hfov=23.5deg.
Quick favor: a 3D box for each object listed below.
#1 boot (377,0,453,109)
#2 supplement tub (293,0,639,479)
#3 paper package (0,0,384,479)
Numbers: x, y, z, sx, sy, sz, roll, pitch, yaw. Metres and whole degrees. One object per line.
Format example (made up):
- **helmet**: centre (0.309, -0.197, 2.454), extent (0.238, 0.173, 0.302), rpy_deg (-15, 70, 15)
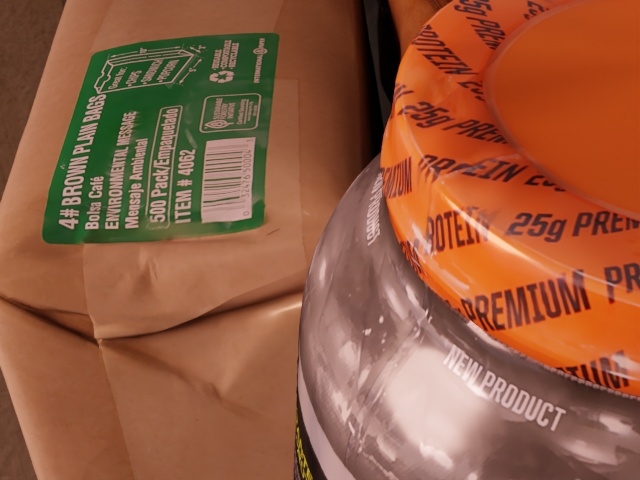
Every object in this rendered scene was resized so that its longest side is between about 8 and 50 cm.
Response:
- **boot**: centre (0.059, -0.018, 0.792), extent (0.280, 0.096, 0.264), rpy_deg (-112, 7, -55)
- **supplement tub**: centre (0.093, 0.094, 0.501), extent (0.207, 0.207, 0.338), rpy_deg (-115, 21, -46)
- **paper package**: centre (-0.040, 0.035, 0.810), extent (0.325, 0.168, 0.309), rpy_deg (-89, -10, -56)
